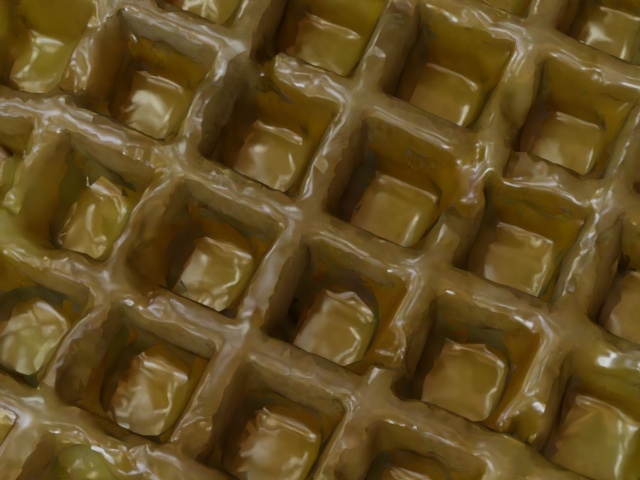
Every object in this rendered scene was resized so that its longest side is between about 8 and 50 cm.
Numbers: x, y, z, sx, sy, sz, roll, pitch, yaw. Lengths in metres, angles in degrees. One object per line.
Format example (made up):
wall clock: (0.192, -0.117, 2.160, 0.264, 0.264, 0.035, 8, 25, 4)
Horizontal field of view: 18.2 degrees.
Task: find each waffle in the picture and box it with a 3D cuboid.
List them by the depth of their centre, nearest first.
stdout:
waffle: (-0.003, -0.010, 0.625, 0.062, 0.329, 0.329, 85, -170, -68)
